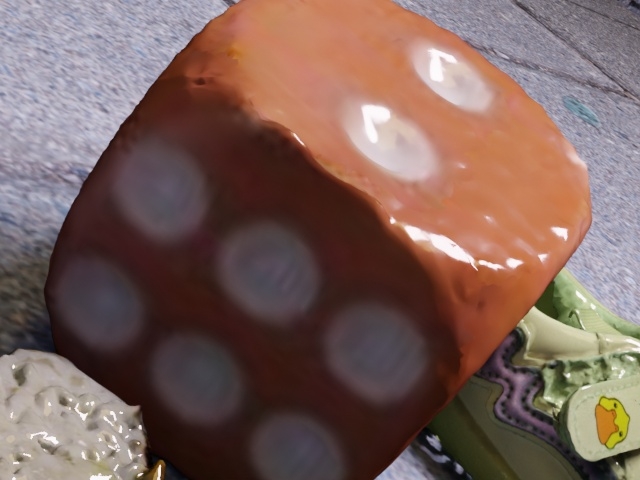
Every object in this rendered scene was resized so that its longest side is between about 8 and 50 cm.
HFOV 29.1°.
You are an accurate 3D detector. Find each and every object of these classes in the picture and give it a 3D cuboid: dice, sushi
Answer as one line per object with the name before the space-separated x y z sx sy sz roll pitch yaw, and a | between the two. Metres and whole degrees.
dice | 0.000 0.000 0.543 0.175 0.174 0.179 42 31 7
sushi | -0.099 0.097 0.364 0.091 0.078 0.150 19 25 -15

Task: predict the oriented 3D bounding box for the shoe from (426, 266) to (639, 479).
shoe | 0.139 0.105 0.638 0.140 0.128 0.262 -12 44 -42
